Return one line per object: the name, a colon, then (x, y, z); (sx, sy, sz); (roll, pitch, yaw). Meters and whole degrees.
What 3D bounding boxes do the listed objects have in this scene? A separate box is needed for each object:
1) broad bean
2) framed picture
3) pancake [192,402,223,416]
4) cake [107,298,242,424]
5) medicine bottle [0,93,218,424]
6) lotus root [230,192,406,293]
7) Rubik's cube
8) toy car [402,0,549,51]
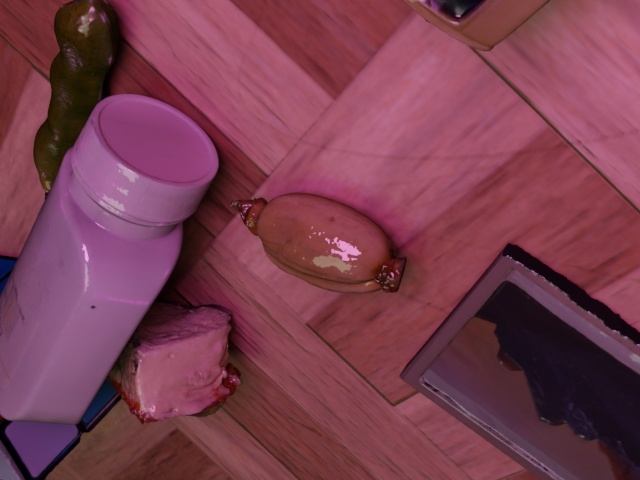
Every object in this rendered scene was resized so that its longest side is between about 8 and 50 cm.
broad bean: (-0.210, -0.117, 0.758); (0.052, 0.053, 0.256); (16, 143, -15)
framed picture: (0.206, 0.133, 0.683); (0.265, 0.018, 0.192); (35, 139, 7)
pancake: (-0.162, 0.137, 0.968); (0.139, 0.022, 0.139); (20, 135, 22)
cake: (-0.156, 0.101, 0.897); (0.220, 0.116, 0.086); (-158, 64, -63)
medicine bottle: (-0.196, 0.020, 0.769); (0.111, 0.161, 0.296); (11, 130, -31)
lotus root: (0.000, 0.000, 0.690); (0.150, 0.062, 0.073); (22, 159, 23)
Rubik's cube: (-0.346, 0.139, 0.993); (0.167, 0.183, 0.180); (7, 131, 36)
toy car: (0.119, -0.199, 0.389); (0.124, 0.101, 0.256); (41, 142, -7)
